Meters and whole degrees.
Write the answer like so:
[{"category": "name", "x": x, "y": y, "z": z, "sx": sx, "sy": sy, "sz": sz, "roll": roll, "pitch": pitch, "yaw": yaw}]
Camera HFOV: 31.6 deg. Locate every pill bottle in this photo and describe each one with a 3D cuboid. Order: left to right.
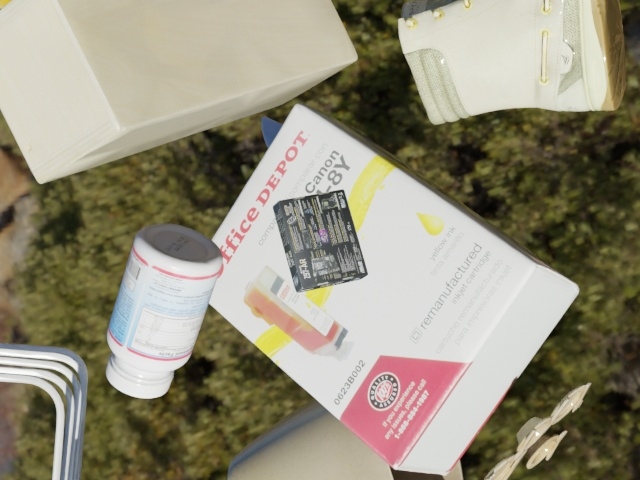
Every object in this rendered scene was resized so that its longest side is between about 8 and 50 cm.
[{"category": "pill bottle", "x": -0.157, "y": 0.070, "z": 1.101, "sx": 0.087, "sy": 0.087, "sz": 0.160, "roll": 44, "pitch": 122, "yaw": 42}]

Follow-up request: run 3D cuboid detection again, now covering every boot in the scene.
[{"category": "boot", "x": 0.137, "y": -0.196, "z": 0.858, "sx": 0.165, "sy": 0.077, "sz": 0.213, "roll": -3, "pitch": 107, "yaw": 29}]

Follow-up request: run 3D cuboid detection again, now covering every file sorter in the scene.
[{"category": "file sorter", "x": -0.301, "y": 0.182, "z": 0.965, "sx": 0.278, "sy": 0.193, "sz": 0.173, "roll": 177, "pitch": 97, "yaw": -82}]

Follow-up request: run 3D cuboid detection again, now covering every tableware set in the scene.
[{"category": "tableware set", "x": 0.252, "y": 0.236, "z": 1.321, "sx": 0.020, "sy": 0.169, "sz": 0.141, "roll": 43, "pitch": 133, "yaw": 26}]

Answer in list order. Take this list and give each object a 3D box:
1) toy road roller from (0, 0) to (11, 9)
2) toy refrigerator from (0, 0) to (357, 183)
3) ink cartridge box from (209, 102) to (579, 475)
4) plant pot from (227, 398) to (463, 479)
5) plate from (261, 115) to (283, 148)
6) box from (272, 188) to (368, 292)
[{"category": "toy road roller", "x": -0.274, "y": -0.376, "z": 1.106, "sx": 0.202, "sy": 0.241, "sz": 0.329, "roll": 16, "pitch": -105, "yaw": -75}, {"category": "toy refrigerator", "x": -0.096, "y": -0.128, "z": 0.770, "sx": 0.094, "sy": 0.269, "sz": 0.102, "roll": -26, "pitch": 92, "yaw": 37}, {"category": "ink cartridge box", "x": 0.062, "y": 0.052, "z": 1.358, "sx": 0.385, "sy": 0.160, "sz": 0.279, "roll": 38, "pitch": 99, "yaw": 32}, {"category": "plant pot", "x": 0.020, "y": 0.318, "z": 1.548, "sx": 0.274, "sy": 0.256, "sz": 0.256, "roll": -19, "pitch": 90, "yaw": 24}, {"category": "plate", "x": 0.031, "y": -0.050, "z": 1.707, "sx": 0.278, "sy": 0.045, "sz": 0.277, "roll": 52, "pitch": 168, "yaw": -33}, {"category": "box", "x": 0.000, "y": 0.000, "z": 1.013, "sx": 0.018, "sy": 0.067, "sz": 0.083, "roll": -37, "pitch": 67, "yaw": 64}]
